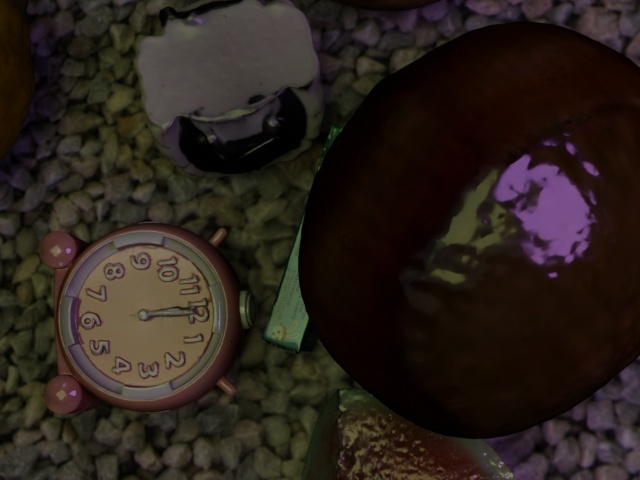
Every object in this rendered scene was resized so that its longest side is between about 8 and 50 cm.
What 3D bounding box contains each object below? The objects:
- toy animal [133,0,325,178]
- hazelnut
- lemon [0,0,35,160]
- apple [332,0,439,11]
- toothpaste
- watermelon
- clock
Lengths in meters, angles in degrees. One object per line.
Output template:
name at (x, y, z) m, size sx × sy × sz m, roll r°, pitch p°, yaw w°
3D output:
toy animal at (-0.105, -0.182, 1.193) m, size 0.208 × 0.156 × 0.204 m, roll -16°, pitch 75°, yaw -2°
hazelnut at (0.161, -0.022, 1.000) m, size 0.421 × 0.353 × 0.420 m, roll -11°, pitch 70°, yaw 34°
lemon at (-0.525, -0.207, 1.226) m, size 0.387 × 0.350 × 0.349 m, roll -28°, pitch 76°, yaw -4°
apple at (0.067, -0.426, 1.089) m, size 0.339 × 0.305 × 0.338 m, roll -2°, pitch 83°, yaw 15°
toothpaste at (0.000, 0.000, 1.185) m, size 0.050 × 0.065 × 0.266 m, roll 17°, pitch 89°, yaw 18°
watermelon at (0.088, 0.282, 1.069) m, size 0.260 × 0.176 × 0.255 m, roll -5°, pitch 114°, yaw 1°
clock at (-0.195, 0.092, 1.205) m, size 0.241 × 0.142 × 0.227 m, roll -6°, pitch 82°, yaw 6°
